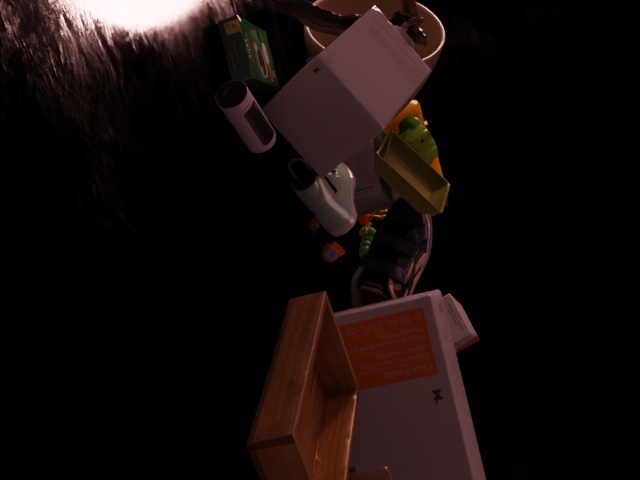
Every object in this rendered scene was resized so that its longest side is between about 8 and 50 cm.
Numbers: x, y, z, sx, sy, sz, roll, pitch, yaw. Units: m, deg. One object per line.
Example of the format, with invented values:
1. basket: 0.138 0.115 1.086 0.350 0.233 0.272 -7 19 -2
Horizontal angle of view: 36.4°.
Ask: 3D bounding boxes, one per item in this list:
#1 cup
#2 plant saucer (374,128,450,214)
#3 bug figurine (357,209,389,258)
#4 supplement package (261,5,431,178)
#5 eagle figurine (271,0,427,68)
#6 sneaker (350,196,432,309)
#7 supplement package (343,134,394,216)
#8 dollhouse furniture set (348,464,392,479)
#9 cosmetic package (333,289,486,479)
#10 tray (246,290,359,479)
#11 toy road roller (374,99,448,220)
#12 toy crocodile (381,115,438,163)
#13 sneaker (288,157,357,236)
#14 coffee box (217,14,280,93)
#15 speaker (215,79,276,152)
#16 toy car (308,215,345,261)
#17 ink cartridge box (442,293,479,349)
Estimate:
1. cup: 0.115 -0.412 2.331 0.331 0.331 0.237 -90 -175 -47
2. plant saucer: 0.190 -0.139 2.103 0.188 0.045 0.188 43 25 -6
3. bug figurine: 0.159 -0.065 2.357 0.072 0.279 0.216 24 61 -25
4. supplement package: 0.053 -0.284 1.834 0.177 0.175 0.293 48 38 -7
5. eagle figurine: 0.067 -0.419 2.031 0.225 0.298 0.226 51 25 -78
6. sneaker: 0.152 0.056 2.112 0.127 0.126 0.321 9 95 -60
7. supplement package: 0.069 -0.188 2.177 0.134 0.139 0.244 37 41 -69
8. dollhouse furniture set: 0.131 0.550 1.535 0.286 0.198 0.303 -90 162 -47
9. cosmetic package: 0.160 0.338 1.818 0.161 0.230 0.453 -3 79 -77
10. tray: -0.016 0.264 1.480 0.411 0.076 0.203 -77 150 -66
11. toy road roller: 0.217 -0.233 2.648 0.241 0.202 0.330 75 3 -64
12. toy crocodile: 0.165 -0.210 2.339 0.105 0.115 0.340 55 -28 -10
13. sneaker: -0.003 -0.132 1.924 0.151 0.094 0.256 50 14 -30
14. coffee box: -0.123 -0.322 1.701 0.184 0.040 0.113 -22 97 -78
15. speaker: -0.119 -0.197 1.559 0.136 0.055 0.055 57 23 -57
16. toy car: 0.000 0.000 1.958 0.040 0.060 0.122 -50 120 -18
17. ink cartridge box: 0.205 0.220 2.075 0.100 0.237 0.172 63 9 17
